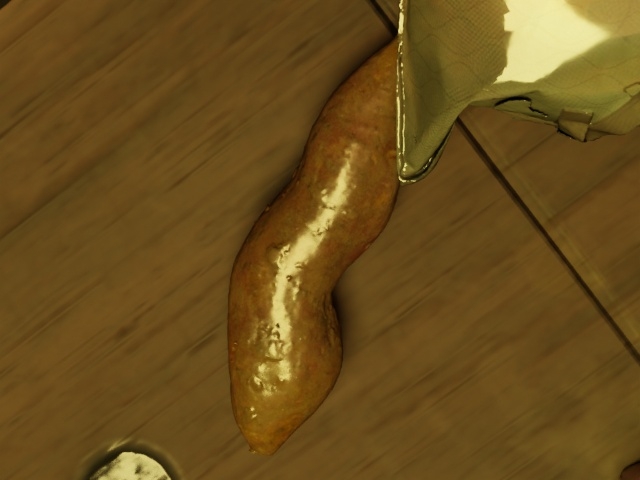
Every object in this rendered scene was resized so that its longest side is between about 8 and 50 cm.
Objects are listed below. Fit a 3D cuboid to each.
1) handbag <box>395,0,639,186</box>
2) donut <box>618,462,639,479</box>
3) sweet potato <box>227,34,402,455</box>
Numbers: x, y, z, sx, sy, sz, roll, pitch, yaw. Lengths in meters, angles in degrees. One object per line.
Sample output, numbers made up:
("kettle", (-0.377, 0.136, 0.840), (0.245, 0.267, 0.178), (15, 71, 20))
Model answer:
("handbag", (0.153, -0.103, 0.786), (0.270, 0.117, 0.182), (4, 108, -1))
("donut", (0.219, 0.111, 0.835), (0.166, 0.117, 0.065), (-33, 96, 8))
("sweet potato", (-0.003, -0.001, 0.842), (0.065, 0.051, 0.218), (17, 102, -5))
